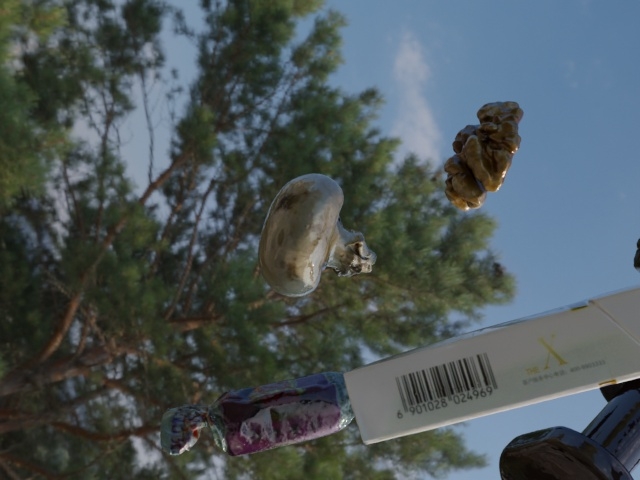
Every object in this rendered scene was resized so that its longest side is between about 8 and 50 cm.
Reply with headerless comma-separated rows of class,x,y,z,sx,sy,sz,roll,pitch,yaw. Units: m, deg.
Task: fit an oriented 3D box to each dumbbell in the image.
dumbbell,0.286,0.188,0.660,0.124,0.225,0.140,55,-34,7

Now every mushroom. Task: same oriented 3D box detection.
mushroom,0.000,0.000,0.463,0.085,0.079,0.085,-163,-90,-88

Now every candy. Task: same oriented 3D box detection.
candy,-0.030,0.127,0.507,0.045,0.175,0.043,-133,-141,-61

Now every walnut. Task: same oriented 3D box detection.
walnut,0.217,-0.120,0.944,0.143,0.069,0.170,-52,-168,45

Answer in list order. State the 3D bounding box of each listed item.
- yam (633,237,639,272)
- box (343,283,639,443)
yam,0.577,0.025,0.893,0.300,0.195,0.195,36,-42,30
box,0.096,0.056,0.329,0.084,0.154,0.040,24,48,-70
